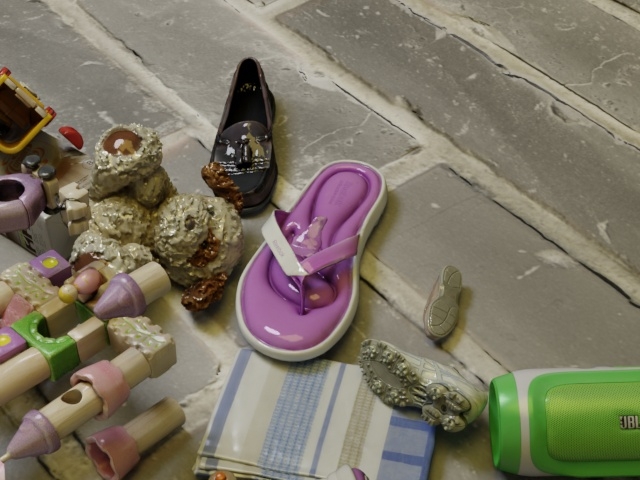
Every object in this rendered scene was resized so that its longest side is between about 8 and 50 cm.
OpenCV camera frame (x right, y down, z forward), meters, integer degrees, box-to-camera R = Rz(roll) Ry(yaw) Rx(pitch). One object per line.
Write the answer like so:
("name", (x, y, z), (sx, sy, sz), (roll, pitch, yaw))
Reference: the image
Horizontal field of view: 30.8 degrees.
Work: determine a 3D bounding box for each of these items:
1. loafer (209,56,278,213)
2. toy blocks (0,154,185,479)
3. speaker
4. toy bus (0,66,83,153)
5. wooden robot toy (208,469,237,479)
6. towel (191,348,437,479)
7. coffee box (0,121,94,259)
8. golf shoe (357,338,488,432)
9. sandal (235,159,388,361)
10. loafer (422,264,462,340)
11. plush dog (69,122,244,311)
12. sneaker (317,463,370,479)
("loafer", (-0.122, -0.171, 1.822), (0.109, 0.095, 0.302), (-2, 44, 2))
("toy blocks", (-0.349, 0.125, 1.372), (0.288, 0.309, 0.260), (32, 48, 32))
("speaker", (0.352, 0.211, 1.369), (0.296, 0.131, 0.131), (-2, 44, 2))
("toy bus", (-0.460, -0.184, 1.703), (0.104, 0.202, 0.191), (-48, 61, -4))
("wooden robot toy", (-0.105, 0.302, 1.339), (0.173, 0.079, 0.076), (7, 45, 12))
("towel", (0.002, 0.231, 1.440), (0.285, 0.034, 0.209), (8, 43, 9))
("coffee box", (-0.436, -0.082, 1.747), (0.246, 0.098, 0.141), (27, 50, 28))
("golf shoe", (0.127, 0.175, 1.447), (0.176, 0.069, 0.086), (33, 27, 30))
("sandal", (-0.015, -0.001, 1.623), (0.169, 0.102, 0.416), (6, 40, 13))
("loafer", (0.163, 0.090, 1.579), (0.045, 0.039, 0.125), (31, 48, -11))
("plush dog", (-0.218, -0.006, 1.629), (0.225, 0.210, 0.262), (11, 70, -6))
("sneaker", (0.021, 0.393, 1.227), (0.152, 0.114, 0.305), (-21, 48, 5))
